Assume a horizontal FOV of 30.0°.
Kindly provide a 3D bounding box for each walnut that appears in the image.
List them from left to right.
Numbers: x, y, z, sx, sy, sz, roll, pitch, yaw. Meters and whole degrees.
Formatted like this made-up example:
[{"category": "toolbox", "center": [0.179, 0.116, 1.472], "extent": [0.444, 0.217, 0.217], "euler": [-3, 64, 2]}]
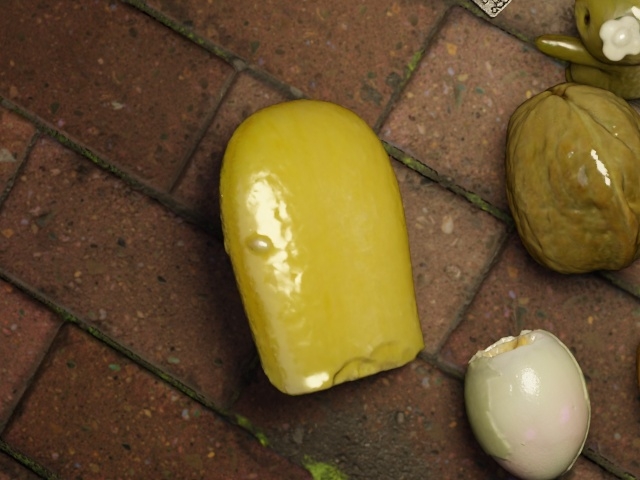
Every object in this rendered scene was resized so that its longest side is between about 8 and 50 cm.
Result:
[{"category": "walnut", "center": [0.376, -0.086, 1.700], "extent": [0.227, 0.283, 0.283], "euler": [-24, 88, -9]}]

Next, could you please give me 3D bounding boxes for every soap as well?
[{"category": "soap", "center": [-0.001, 0.001, 1.783], "extent": [0.306, 0.115, 0.427], "euler": [-10, 89, -26]}]

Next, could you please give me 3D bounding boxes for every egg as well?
[{"category": "egg", "center": [0.309, 0.250, 1.760], "extent": [0.183, 0.183, 0.217], "euler": [-23, 92, 10]}]

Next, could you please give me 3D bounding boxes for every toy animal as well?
[{"category": "toy animal", "center": [0.414, -0.305, 1.645], "extent": [0.180, 0.363, 0.181], "euler": [35, 94, 21]}]

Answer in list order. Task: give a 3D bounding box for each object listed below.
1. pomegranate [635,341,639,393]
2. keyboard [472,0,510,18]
[{"category": "pomegranate", "center": [0.546, 0.178, 1.721], "extent": [0.191, 0.191, 0.191], "euler": [0, 92, 10]}, {"category": "keyboard", "center": [0.203, -0.452, 1.833], "extent": [0.087, 0.017, 0.250], "euler": [-44, 86, 7]}]
